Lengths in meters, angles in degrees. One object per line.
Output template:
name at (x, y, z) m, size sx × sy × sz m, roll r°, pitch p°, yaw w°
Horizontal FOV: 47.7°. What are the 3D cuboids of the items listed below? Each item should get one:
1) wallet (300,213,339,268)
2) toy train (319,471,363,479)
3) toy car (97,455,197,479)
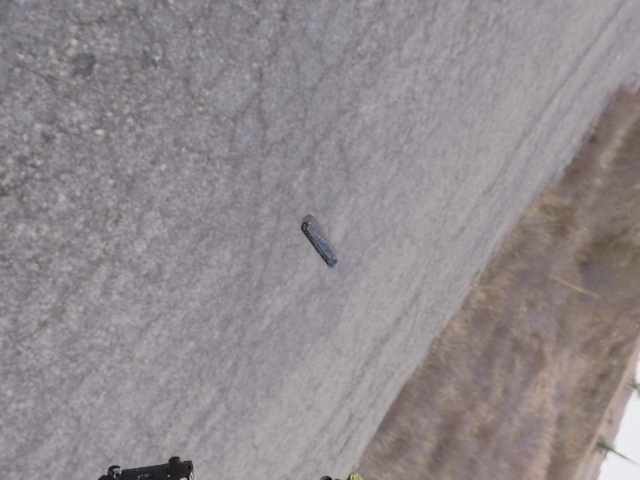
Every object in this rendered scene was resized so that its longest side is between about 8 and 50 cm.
wallet at (0.000, 0.000, 1.945) m, size 0.044 × 0.149 × 0.250 m, roll -35°, pitch -176°, yaw 3°
toy train at (0.073, 0.681, 1.744) m, size 0.261 × 0.134 × 0.177 m, roll 54°, pitch 20°, yaw -31°
toy car at (-0.359, 0.526, 1.508) m, size 0.089 × 0.210 × 0.108 m, roll -110°, pitch -163°, yaw -56°
